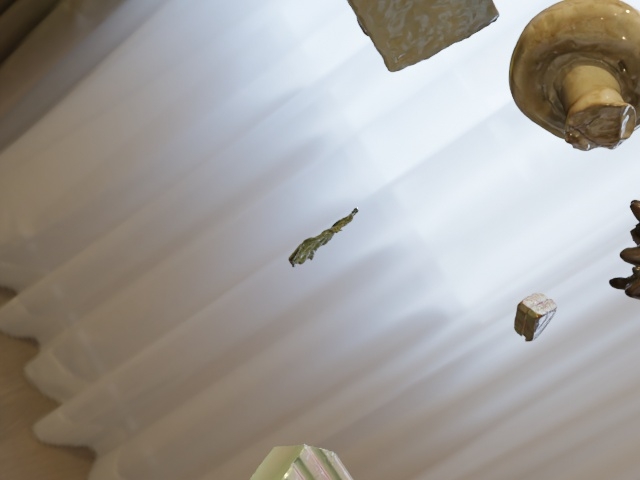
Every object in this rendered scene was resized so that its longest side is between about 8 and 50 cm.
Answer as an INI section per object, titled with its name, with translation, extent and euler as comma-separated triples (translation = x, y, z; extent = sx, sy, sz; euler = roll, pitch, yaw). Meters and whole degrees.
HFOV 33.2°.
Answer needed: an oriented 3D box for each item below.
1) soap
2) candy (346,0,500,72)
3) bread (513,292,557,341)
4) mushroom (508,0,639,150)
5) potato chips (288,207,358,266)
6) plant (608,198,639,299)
[soap]
translation = -0.017, 0.413, 1.678
extent = 0.230, 0.091, 0.145
euler = 58, 46, -26
[candy]
translation = 0.094, -0.378, 1.393
extent = 0.320, 0.179, 0.135
euler = 48, 14, -51
[bread]
translation = 0.319, 0.107, 1.584
extent = 0.043, 0.062, 0.109
euler = 43, -17, 22
[mushroom]
translation = 0.495, -0.299, 1.990
extent = 0.297, 0.297, 0.290
euler = 46, 32, -19
[potato chips]
translation = 0.000, 0.001, 2.065
extent = 0.092, 0.207, 0.028
euler = -24, 79, -38
[plant]
translation = 0.600, 0.041, 1.616
extent = 0.321, 0.194, 0.182
euler = 22, 15, 22
